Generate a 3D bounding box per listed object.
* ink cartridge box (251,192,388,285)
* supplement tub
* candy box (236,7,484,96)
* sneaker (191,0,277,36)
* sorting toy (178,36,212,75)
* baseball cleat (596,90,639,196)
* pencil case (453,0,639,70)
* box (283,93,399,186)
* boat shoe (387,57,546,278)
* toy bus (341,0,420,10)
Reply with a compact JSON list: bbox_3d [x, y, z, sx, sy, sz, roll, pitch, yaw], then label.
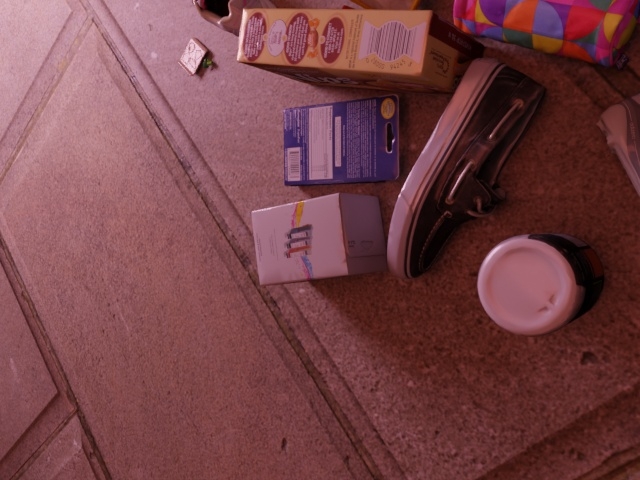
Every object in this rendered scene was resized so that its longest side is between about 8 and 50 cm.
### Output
[{"bbox_3d":[0.000,0.000,0.969,0.176,0.128,0.127,-8,87,34],"label":"ink cartridge box"},{"bbox_3d":[0.279,0.049,0.741,0.117,0.190,0.117,0,91,34],"label":"supplement tub"},{"bbox_3d":[0.054,-0.277,0.889,0.316,0.183,0.087,16,100,33],"label":"candy box"},{"bbox_3d":[-0.188,-0.456,1.093,0.252,0.111,0.103,43,114,26],"label":"sneaker"},{"bbox_3d":[-0.246,-0.359,1.197,0.083,0.012,0.062,48,111,27],"label":"sorting toy"},{"bbox_3d":[0.419,-0.086,0.714,0.109,0.072,0.206,-30,78,25],"label":"baseball cleat"},{"bbox_3d":[0.293,-0.296,0.780,0.236,0.104,0.104,27,106,29],"label":"pencil case"},{"bbox_3d":[0.036,-0.161,0.994,0.225,0.036,0.136,2,93,36],"label":"box"},{"bbox_3d":[0.199,-0.081,0.834,0.119,0.121,0.335,31,110,27],"label":"boat shoe"},{"bbox_3d":[0.095,-0.408,0.901,0.191,0.202,0.104,13,69,40],"label":"toy bus"}]
